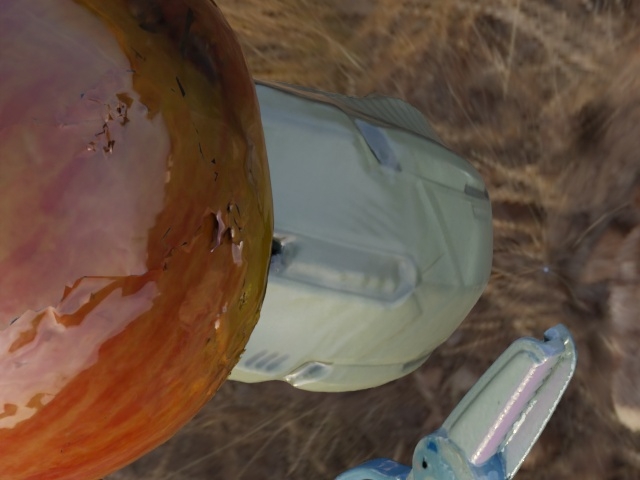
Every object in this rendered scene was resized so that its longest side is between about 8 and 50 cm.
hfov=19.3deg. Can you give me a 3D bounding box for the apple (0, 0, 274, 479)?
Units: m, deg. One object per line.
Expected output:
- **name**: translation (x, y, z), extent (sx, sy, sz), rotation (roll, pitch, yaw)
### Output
- **apple**: translation (-0.073, -0.011, 0.433), extent (0.146, 0.146, 0.147), rotation (0, 89, 7)

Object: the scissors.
- **scissors**: translation (0.077, 0.132, 1.050), extent (0.125, 0.030, 0.256), rotation (54, 140, 24)

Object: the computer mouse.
- **computer mouse**: translation (0.000, 0.001, 1.403), extent (0.145, 0.429, 0.228), rotation (26, 101, 45)
